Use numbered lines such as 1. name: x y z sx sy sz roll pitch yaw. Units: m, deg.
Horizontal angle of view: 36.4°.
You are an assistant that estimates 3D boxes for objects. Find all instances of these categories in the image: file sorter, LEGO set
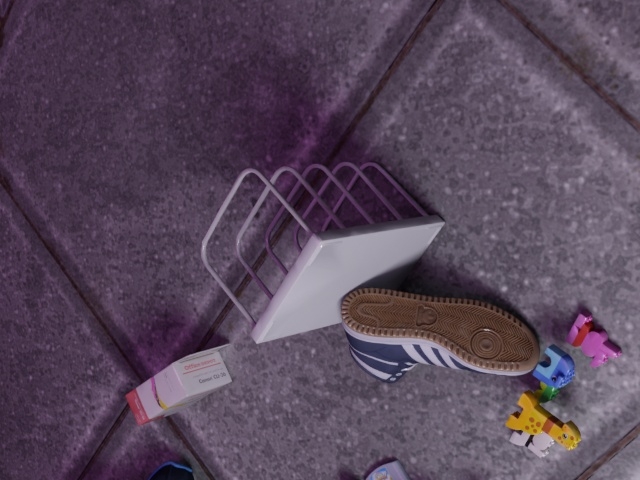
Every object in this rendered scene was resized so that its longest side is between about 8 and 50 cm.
1. file sorter: 0.000 0.000 1.408 0.173 0.278 0.193 50 125 26
2. LEGO set: 0.325 0.219 1.305 0.093 0.087 0.227 37 120 28

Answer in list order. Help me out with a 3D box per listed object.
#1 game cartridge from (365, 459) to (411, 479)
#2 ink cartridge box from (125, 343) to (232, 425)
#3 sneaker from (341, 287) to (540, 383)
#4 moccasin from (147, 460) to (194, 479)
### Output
1. game cartridge: 0.106 0.388 1.560 0.083 0.017 0.056 -46 66 35
2. ink cartridge box: -0.245 0.258 1.752 0.198 0.115 0.067 -35 75 38
3. sneaker: 0.169 0.154 1.415 0.282 0.099 0.153 13 149 9
4. moccasin: -0.338 0.578 1.827 0.117 0.138 0.342 -126 55 -67
